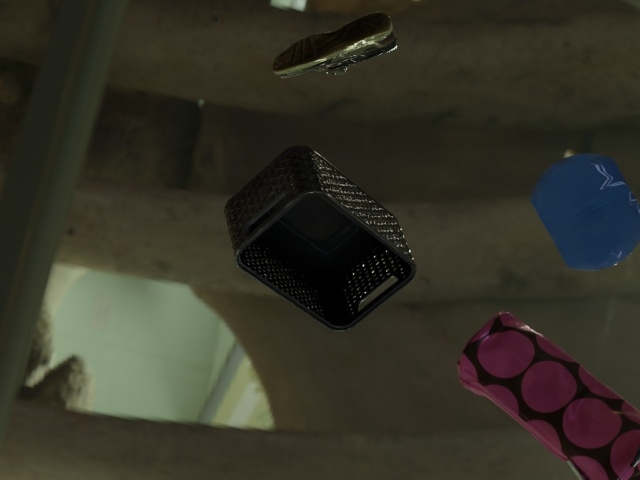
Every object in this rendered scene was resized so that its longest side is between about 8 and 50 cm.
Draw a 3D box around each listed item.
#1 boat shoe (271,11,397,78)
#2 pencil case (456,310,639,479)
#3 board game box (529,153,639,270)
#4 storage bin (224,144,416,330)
[{"bbox_3d":[0.018,-0.216,1.332,0.056,0.152,0.049,-86,153,-44],"label":"boat shoe"},{"bbox_3d":[0.219,0.157,1.060,0.209,0.098,0.095,39,-23,36],"label":"pencil case"},{"bbox_3d":[0.386,-0.041,1.650,0.168,0.133,0.033,61,1,5],"label":"board game box"},{"bbox_3d":[0.000,0.000,1.207,0.122,0.180,0.084,-40,-142,18],"label":"storage bin"}]
